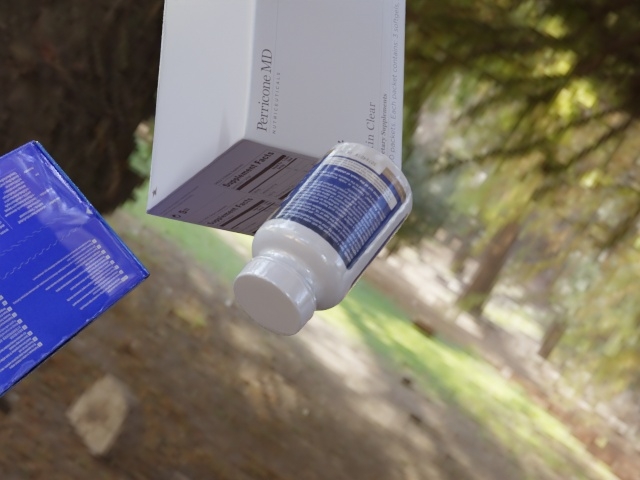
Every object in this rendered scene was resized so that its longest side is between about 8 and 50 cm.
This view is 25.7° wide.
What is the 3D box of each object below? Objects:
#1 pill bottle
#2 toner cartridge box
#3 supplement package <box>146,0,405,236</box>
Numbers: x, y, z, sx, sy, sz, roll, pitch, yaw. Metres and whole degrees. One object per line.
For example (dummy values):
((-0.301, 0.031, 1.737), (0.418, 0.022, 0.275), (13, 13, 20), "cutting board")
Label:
((0.000, 0.000, 0.856), (0.067, 0.120, 0.067), (25, -36, 20), "pill bottle")
((-0.286, 0.046, 1.133), (0.165, 0.075, 0.348), (51, 28, -3), "toner cartridge box")
((-0.039, -0.158, 1.201), (0.145, 0.262, 0.204), (11, -21, -26), "supplement package")
